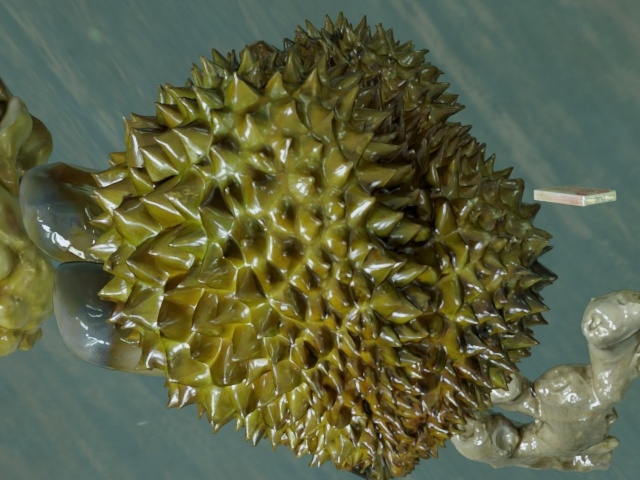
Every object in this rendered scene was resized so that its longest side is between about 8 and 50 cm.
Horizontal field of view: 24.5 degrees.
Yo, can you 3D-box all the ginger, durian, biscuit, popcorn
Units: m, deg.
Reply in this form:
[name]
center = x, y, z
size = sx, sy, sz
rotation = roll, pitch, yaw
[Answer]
[ginger]
center = 0.182, 0.121, 1.155
size = 0.149, 0.259, 0.065
rotation = -3, 56, -9
[durian]
center = 0.000, 0.000, 0.500
size = 0.158, 0.137, 0.168
rotation = -14, 71, -34
[biscuit]
center = -0.077, 0.031, 1.128
size = 0.290, 0.237, 0.062
rotation = 7, 121, -29
[popcorn]
center = -0.485, -0.028, 1.758
size = 0.354, 0.344, 0.390
rotation = 7, 61, -23

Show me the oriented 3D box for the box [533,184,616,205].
[box]
center = 0.326, -0.058, 1.894
size = 0.058, 0.093, 0.015
rotation = -11, 102, -33
